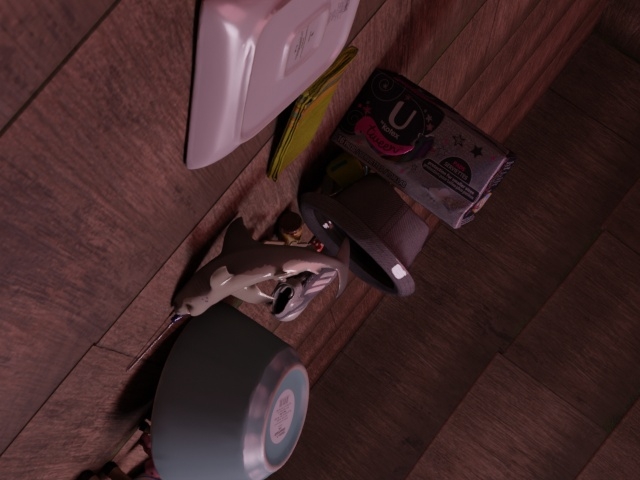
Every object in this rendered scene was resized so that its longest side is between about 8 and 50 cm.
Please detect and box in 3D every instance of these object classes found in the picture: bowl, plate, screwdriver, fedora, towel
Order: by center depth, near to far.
[{"bbox_3d":[-0.031,-0.220,0.981,0.278,0.045,0.277,-47,167,-29],"label":"plate"},{"bbox_3d":[-0.013,-0.162,1.229,0.102,0.021,0.237,-45,174,-26],"label":"towel"},{"bbox_3d":[-0.228,0.127,1.362,0.170,0.025,0.024,-43,169,-4],"label":"screwdriver"},{"bbox_3d":[-0.126,0.267,1.514,0.311,0.163,0.311,11,90,-69],"label":"bowl"},{"bbox_3d":[0.088,-0.024,1.531,0.124,0.244,0.275,-46,180,-8],"label":"fedora"}]

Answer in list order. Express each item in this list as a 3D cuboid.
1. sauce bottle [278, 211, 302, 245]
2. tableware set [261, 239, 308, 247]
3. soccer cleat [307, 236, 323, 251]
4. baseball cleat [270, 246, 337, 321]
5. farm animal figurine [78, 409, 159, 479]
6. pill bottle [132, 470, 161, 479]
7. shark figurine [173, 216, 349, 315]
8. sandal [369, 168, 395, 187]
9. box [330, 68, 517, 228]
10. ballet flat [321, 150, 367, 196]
[{"bbox_3d":[-0.051,-0.008,1.578,0.042,0.042,0.128,-49,167,-17],"label":"sauce bottle"},{"bbox_3d":[-0.106,0.030,1.490,0.128,0.039,0.194,-43,166,13],"label":"tableware set"},{"bbox_3d":[0.000,0.000,1.855,0.083,0.029,0.035,-57,165,1],"label":"soccer cleat"},{"bbox_3d":[-0.025,0.079,1.892,0.205,0.072,0.109,-56,163,-3],"label":"baseball cleat"},{"bbox_3d":[-0.310,0.451,1.621,0.330,0.172,0.327,-56,168,20],"label":"farm animal figurine"},{"bbox_3d":[-0.306,0.528,1.939,0.152,0.152,0.272,-56,168,20],"label":"pill bottle"},{"bbox_3d":[-0.077,0.018,1.315,0.278,0.116,0.166,-12,154,-12],"label":"shark figurine"},{"bbox_3d":[0.129,-0.154,1.840,0.090,0.060,0.219,-49,156,-50],"label":"sandal"},{"bbox_3d":[0.171,-0.151,1.495,0.142,0.247,0.163,-57,168,15],"label":"box"},{"bbox_3d":[0.039,-0.092,1.645,0.077,0.077,0.231,-29,162,-8],"label":"ballet flat"}]
